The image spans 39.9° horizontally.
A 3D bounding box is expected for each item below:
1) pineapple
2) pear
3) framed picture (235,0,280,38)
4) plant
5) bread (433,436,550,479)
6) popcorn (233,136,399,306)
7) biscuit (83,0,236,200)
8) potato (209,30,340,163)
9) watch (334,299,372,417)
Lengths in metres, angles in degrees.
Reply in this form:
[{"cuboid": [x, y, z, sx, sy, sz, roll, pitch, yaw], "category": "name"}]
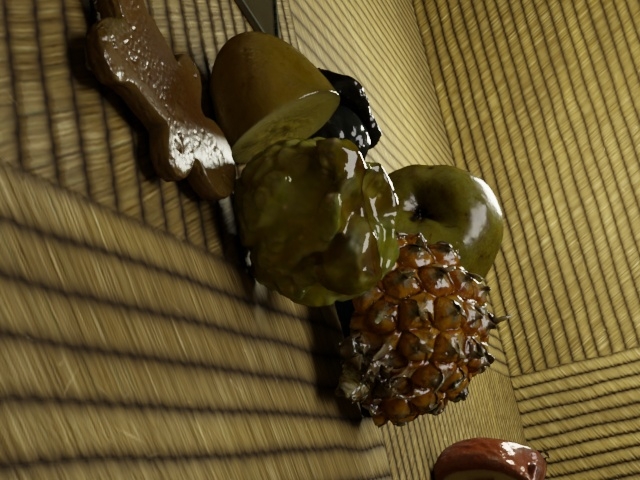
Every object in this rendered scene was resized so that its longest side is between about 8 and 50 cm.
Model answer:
[{"cuboid": [0.166, 0.176, 1.366, 0.286, 0.209, 0.344, -43, 124, -57], "category": "pineapple"}, {"cuboid": [0.217, -0.006, 1.795, 0.304, 0.304, 0.303, -17, 90, -74], "category": "pear"}, {"cuboid": [-0.120, -0.469, 1.596, 0.184, 0.016, 0.249, 51, 27, -51], "category": "framed picture"}, {"cuboid": [0.007, -0.205, 1.510, 0.256, 0.165, 0.141, -110, 177, -53], "category": "plant"}, {"cuboid": [0.355, 0.498, 1.839, 0.190, 0.244, 0.123, 62, 30, -14], "category": "bread"}, {"cuboid": [0.002, -0.034, 1.163, 0.237, 0.206, 0.251, 53, -30, 7], "category": "popcorn"}, {"cuboid": [-0.182, -0.157, 1.025, 0.301, 0.049, 0.196, 56, 28, -45], "category": "biscuit"}, {"cuboid": [-0.082, -0.216, 1.245, 0.204, 0.178, 0.158, -15, 72, -50], "category": "potato"}, {"cuboid": [0.117, 0.135, 1.563, 0.276, 0.068, 0.274, -33, 109, -60], "category": "watch"}]
